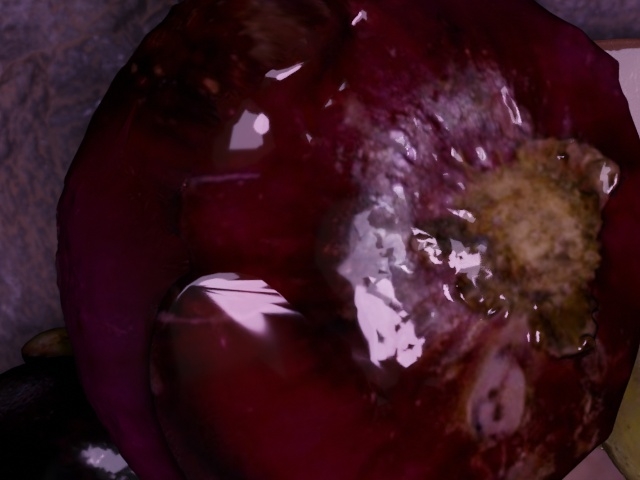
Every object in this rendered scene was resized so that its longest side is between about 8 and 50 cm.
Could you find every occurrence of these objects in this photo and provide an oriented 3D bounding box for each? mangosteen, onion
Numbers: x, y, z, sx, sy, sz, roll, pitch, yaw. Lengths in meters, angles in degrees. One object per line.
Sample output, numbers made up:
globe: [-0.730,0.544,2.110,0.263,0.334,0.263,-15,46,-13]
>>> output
mangosteen: [-0.154,0.176,1.172,0.275,0.275,0.302,16,61,2]
onion: [0.000,0.000,1.042,0.398,0.420,0.398,-2,97,-18]

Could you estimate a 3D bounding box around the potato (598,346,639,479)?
potato: [0.262,0.098,1.107,0.169,0.143,0.248,-37,84,-2]

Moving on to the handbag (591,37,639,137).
handbag: [0.228,-0.065,1.206,0.151,0.072,0.193,-10,91,4]
